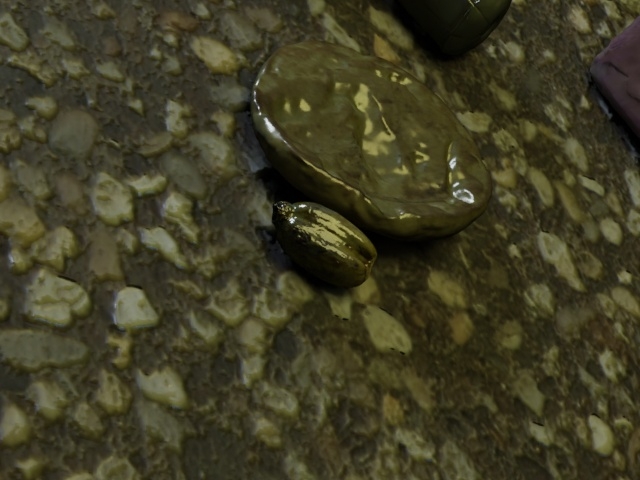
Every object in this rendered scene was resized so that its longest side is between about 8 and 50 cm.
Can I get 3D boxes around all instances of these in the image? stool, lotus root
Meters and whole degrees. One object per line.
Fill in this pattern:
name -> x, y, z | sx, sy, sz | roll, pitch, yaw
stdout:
stool -> 0.126, -0.243, 1.528 | 0.110, 0.096, 0.096 | 46, 42, 10
lotus root -> 0.000, 0.000, 1.267 | 0.099, 0.049, 0.054 | 33, 66, -10

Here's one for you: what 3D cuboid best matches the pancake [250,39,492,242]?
pancake -> 0.038, -0.086, 1.370 | 0.242, 0.050, 0.242 | 24, 37, -19

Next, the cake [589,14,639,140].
cake -> 0.478, -0.191, 1.610 | 0.237, 0.309, 0.230 | -19, 73, -48
